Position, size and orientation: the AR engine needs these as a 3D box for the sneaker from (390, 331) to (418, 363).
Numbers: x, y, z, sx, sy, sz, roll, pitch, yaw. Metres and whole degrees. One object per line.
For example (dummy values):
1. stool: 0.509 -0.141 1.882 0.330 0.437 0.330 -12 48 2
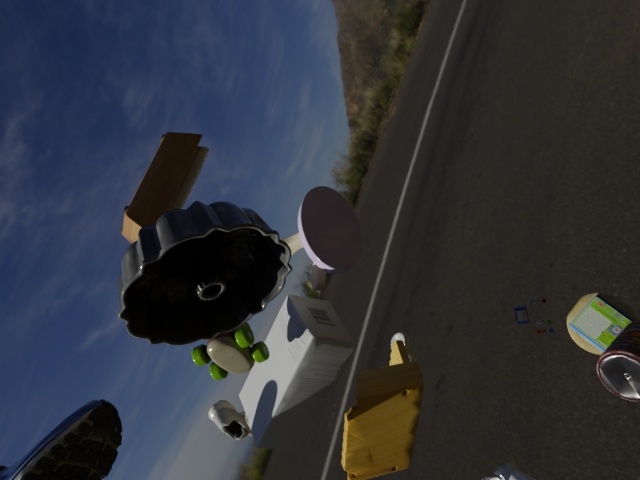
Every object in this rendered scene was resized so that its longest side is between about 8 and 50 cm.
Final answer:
1. sneaker: 0.359 0.469 1.909 0.090 0.095 0.234 41 145 54

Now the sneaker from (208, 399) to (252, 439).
1. sneaker: -0.273 0.658 1.598 0.099 0.262 0.121 -53 38 1

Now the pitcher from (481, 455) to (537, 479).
1. pitcher: 0.680 0.873 1.570 0.207 0.178 0.125 -136 31 -58

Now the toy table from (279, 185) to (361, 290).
1. toy table: 0.000 0.000 1.290 0.160 0.253 0.274 123 157 -50

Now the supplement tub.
1. supplement tub: 0.624 0.218 0.881 0.198 0.106 0.106 -22 -32 -37

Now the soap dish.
1. soap dish: -0.403 -0.120 1.171 0.229 0.118 0.290 -29 40 62

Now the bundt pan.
1. bundt pan: -0.227 0.054 0.880 0.331 0.124 0.330 -22 -37 -18

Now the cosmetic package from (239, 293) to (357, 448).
1. cosmetic package: -0.076 0.377 1.308 0.384 0.156 0.217 -64 31 17

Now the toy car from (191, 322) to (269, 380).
1. toy car: -0.236 0.246 1.213 0.148 0.155 0.188 57 -167 -38

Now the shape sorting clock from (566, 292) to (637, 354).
1. shape sorting clock: 0.937 0.277 1.522 0.040 0.206 0.206 7 -73 -67

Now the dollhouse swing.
1. dollhouse swing: 0.180 0.543 1.547 0.305 0.316 0.346 -127 35 -60

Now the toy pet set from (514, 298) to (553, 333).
1. toy pet set: 0.772 0.277 1.659 0.065 0.114 0.122 12 -112 -66

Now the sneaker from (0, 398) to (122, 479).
1. sneaker: -0.436 0.350 0.637 0.330 0.147 0.129 -45 -43 -24
